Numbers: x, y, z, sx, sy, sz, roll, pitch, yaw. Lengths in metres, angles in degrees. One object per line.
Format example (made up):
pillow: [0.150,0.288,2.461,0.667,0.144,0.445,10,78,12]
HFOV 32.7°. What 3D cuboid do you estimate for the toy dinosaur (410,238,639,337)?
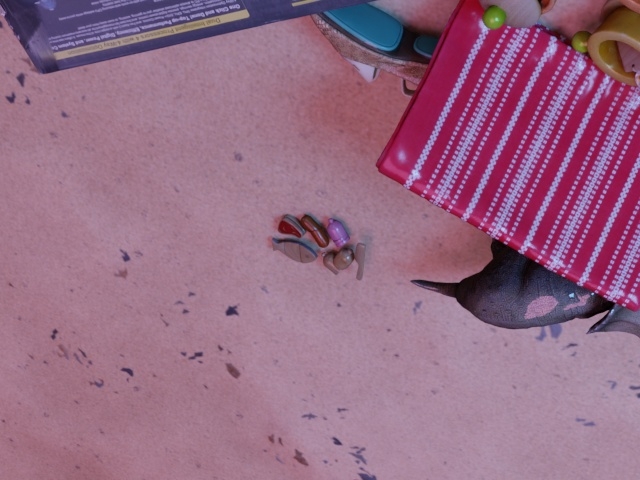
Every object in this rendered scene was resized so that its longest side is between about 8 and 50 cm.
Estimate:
toy dinosaur: [0.223,0.035,1.090,0.313,0.160,0.121,3,129,24]

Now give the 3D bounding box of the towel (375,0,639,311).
towel: [0.209,-0.085,0.988,0.274,0.199,0.031,29,174,1]

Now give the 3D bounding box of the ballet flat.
ballet flat: [0.075,-0.173,1.048,0.206,0.073,0.067,25,133,7]

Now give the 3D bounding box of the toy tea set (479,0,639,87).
toy tea set: [0.264,-0.159,0.865,0.336,0.124,0.200,19,157,46]

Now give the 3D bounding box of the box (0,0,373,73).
box: [-0.136,-0.316,0.889,0.394,0.097,0.318,-8,129,24]

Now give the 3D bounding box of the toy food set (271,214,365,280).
toy food set: [0.000,0.000,1.276,0.122,0.019,0.078,22,135,19]
